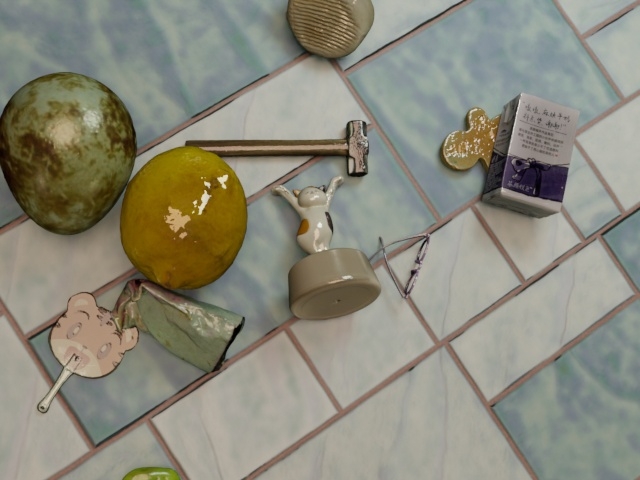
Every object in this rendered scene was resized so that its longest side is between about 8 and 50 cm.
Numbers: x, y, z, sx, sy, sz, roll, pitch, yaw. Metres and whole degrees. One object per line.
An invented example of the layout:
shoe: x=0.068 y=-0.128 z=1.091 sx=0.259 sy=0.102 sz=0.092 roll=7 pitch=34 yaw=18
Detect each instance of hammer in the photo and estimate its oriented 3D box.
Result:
hammer: x=-0.084 y=-0.182 z=1.566 sx=0.366 sy=0.043 sz=0.111 roll=-1 pitch=83 yaw=-7

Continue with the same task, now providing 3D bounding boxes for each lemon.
lemon: x=-0.246 y=-0.038 z=1.418 sx=0.234 sy=0.233 sz=0.288 roll=9 pitch=59 yaw=-7

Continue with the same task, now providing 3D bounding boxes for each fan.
fan: x=-0.454 y=0.219 z=1.455 sx=0.153 sy=0.008 sz=0.226 roll=34 pitch=76 yaw=-3

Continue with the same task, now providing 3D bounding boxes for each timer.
timer: x=0.000 y=0.000 z=1.510 sx=0.175 sy=0.175 sz=0.265 roll=-10 pitch=64 yaw=-10

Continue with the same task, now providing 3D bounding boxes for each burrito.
burrito: x=-0.264 y=0.146 z=1.448 sx=0.229 sy=0.089 sz=0.143 roll=28 pitch=121 yaw=-4

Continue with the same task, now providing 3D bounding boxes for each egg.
egg: x=-0.451 y=-0.154 z=1.404 sx=0.239 sy=0.238 sz=0.289 roll=4 pitch=105 yaw=-8

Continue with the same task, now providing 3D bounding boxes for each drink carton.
drink carton: x=0.424 y=-0.170 z=1.581 sx=0.134 sy=0.102 sz=0.222 roll=15 pitch=81 yaw=-6

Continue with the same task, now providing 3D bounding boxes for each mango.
mango: x=-0.307 y=0.443 z=1.417 sx=0.108 sy=0.056 sz=0.073 roll=-12 pitch=89 yaw=-13

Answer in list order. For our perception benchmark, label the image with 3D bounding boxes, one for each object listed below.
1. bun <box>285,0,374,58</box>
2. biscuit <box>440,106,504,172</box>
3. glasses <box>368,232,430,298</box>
bun: x=0.023 y=-0.460 z=1.583 sx=0.173 sy=0.167 sz=0.113 roll=45 pitch=34 yaw=-7
biscuit: x=0.357 y=-0.210 z=1.639 sx=0.235 sy=0.030 sz=0.153 roll=-22 pitch=85 yaw=-12
glasses: x=0.149 y=0.033 z=1.553 sx=0.104 sy=0.062 sz=0.139 roll=24 pitch=77 yaw=-3
